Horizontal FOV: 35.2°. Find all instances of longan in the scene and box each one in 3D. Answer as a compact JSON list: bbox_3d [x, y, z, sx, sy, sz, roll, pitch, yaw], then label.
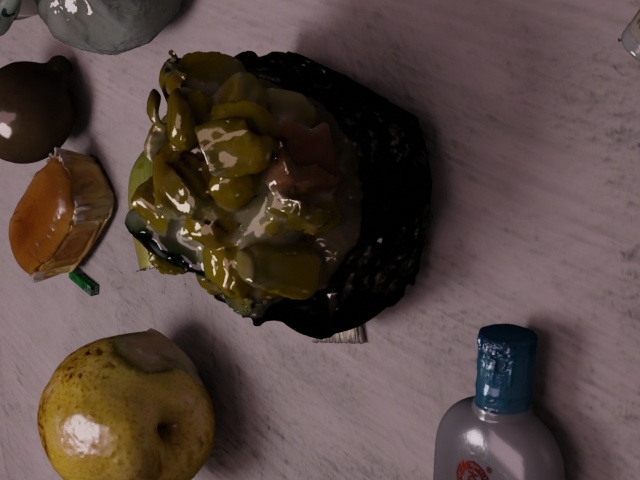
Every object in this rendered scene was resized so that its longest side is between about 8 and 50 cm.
[{"bbox_3d":[-0.491,-0.226,1.707,0.185,0.159,0.204,32,84,44],"label":"longan"}]

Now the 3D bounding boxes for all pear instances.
[{"bbox_3d":[-0.285,0.272,1.516,0.271,0.271,0.271,16,112,47],"label":"pear"}]

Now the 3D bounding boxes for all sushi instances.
[{"bbox_3d":[-0.071,-0.045,1.143,0.328,0.285,0.328,36,121,33],"label":"sushi"}]

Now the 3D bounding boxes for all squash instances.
[{"bbox_3d":[-0.220,-0.054,1.462,0.123,0.123,0.186,-15,84,50],"label":"squash"}]

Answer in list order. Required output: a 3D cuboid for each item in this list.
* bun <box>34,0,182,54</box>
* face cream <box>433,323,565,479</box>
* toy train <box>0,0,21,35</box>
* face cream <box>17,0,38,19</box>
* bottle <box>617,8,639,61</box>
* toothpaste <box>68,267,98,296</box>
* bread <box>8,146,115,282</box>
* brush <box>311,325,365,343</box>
[{"bbox_3d":[-0.339,-0.437,1.438,0.354,0.194,0.354,15,110,46],"label":"bun"},{"bbox_3d":[0.190,0.255,1.083,0.163,0.080,0.336,20,115,46],"label":"face cream"},{"bbox_3d":[-0.416,-0.366,1.362,0.051,0.052,0.234,39,131,19],"label":"toy train"},{"bbox_3d":[-0.523,-0.464,1.629,0.179,0.218,0.218,8,105,50],"label":"face cream"},{"bbox_3d":[0.325,-0.236,0.813,0.060,0.060,0.217,52,134,27],"label":"bottle"},{"bbox_3d":[-0.426,0.073,1.812,0.083,0.017,0.020,31,123,42],"label":"toothpaste"},{"bbox_3d":[-0.455,-0.040,1.741,0.241,0.107,0.136,-45,64,40],"label":"bread"},{"bbox_3d":[0.000,0.000,1.295,0.103,0.013,0.272,-5,95,50],"label":"brush"}]
